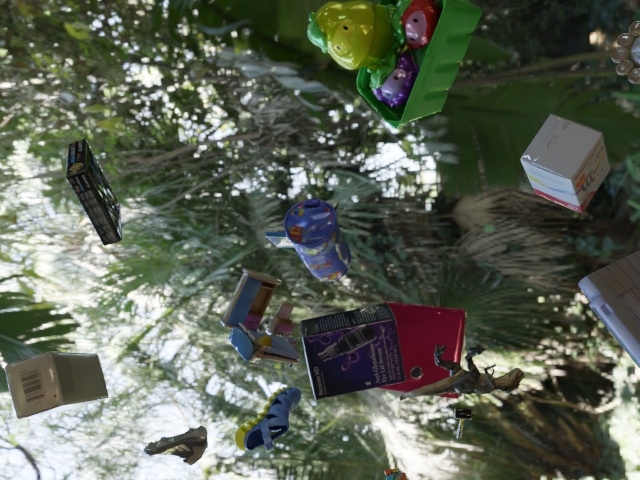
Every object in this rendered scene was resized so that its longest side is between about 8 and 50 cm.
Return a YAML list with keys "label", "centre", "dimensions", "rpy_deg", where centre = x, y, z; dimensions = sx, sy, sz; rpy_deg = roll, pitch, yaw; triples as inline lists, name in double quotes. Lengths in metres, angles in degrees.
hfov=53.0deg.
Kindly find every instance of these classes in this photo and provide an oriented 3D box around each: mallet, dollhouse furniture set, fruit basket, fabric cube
- label: "mallet"
  centre: [0.520, 0.667, 2.331]
  dimensions: [0.039, 0.062, 0.190]
  rpy_deg: [-80, -18, -44]
- label: "dollhouse furniture set"
  centre: [-0.131, 0.261, 2.045]
  dimensions: [0.286, 0.303, 0.198]
  rpy_deg: [19, -79, -36]
- label: "fruit basket"
  centre: [0.167, -0.503, 1.639]
  dimensions: [0.283, 0.392, 0.392]
  rpy_deg: [57, 180, 39]
- label: "fabric cube"
  centre: [0.316, 0.338, 1.979]
  dimensions: [0.259, 0.254, 0.258]
  rpy_deg: [38, -122, -72]

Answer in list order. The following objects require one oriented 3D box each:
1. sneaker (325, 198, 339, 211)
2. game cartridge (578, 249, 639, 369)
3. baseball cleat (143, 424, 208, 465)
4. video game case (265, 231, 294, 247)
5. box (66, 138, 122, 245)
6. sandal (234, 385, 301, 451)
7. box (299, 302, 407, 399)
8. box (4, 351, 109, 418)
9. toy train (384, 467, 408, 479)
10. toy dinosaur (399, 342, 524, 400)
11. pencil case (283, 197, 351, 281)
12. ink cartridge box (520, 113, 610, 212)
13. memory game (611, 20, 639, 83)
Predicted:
- label: "sneaker"
  centre: [0.012, -0.057, 1.939]
  dimensions: [0.158, 0.061, 0.065]
  rpy_deg: [-55, -48, -28]
- label: "game cartridge"
  centre: [0.805, 0.203, 1.538]
  dimensions: [0.355, 0.230, 0.068]
  rpy_deg: [59, 155, 24]
- label: "baseball cleat"
  centre: [-0.409, 0.608, 1.855]
  dimensions: [0.206, 0.072, 0.109]
  rpy_deg: [-8, -89, -40]
- label: "video game case"
  centre: [-0.080, 0.000, 1.819]
  dimensions: [0.166, 0.119, 0.015]
  rpy_deg: [52, -140, -76]
- label: "box"
  centre: [-0.569, -0.121, 1.621]
  dimensions: [0.175, 0.051, 0.220]
  rpy_deg: [-116, 8, -52]
- label: "sandal"
  centre: [-0.162, 0.662, 2.342]
  dimensions: [0.317, 0.138, 0.126]
  rpy_deg: [-44, -49, -38]
- label: "box"
  centre: [0.069, 0.241, 1.405]
  dimensions: [0.108, 0.207, 0.153]
  rpy_deg: [-109, 6, -77]
- label: "box"
  centre: [-0.536, 0.295, 1.331]
  dimensions: [0.275, 0.094, 0.113]
  rpy_deg: [92, 160, -78]
- label: "toy train"
  centre: [0.221, 0.672, 1.686]
  dimensions: [0.166, 0.046, 0.125]
  rpy_deg: [54, -152, -26]
- label: "toy dinosaur"
  centre: [0.293, 0.277, 1.345]
  dimensions: [0.064, 0.268, 0.118]
  rpy_deg: [-76, -23, -73]
- label: "pencil case"
  centre: [0.000, 0.000, 1.522]
  dimensions: [0.306, 0.119, 0.133]
  rpy_deg: [63, -154, -70]
- label: "ink cartridge box"
  centre: [0.549, -0.170, 1.435]
  dimensions: [0.128, 0.127, 0.176]
  rpy_deg: [-56, -37, -2]
- label: "memory game"
  centre: [0.753, -0.431, 1.442]
  dimensions: [0.012, 0.186, 0.186]
  rpy_deg: [31, -120, -50]
